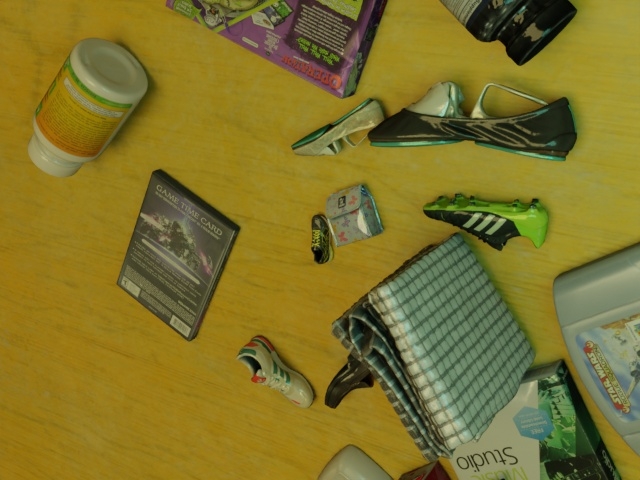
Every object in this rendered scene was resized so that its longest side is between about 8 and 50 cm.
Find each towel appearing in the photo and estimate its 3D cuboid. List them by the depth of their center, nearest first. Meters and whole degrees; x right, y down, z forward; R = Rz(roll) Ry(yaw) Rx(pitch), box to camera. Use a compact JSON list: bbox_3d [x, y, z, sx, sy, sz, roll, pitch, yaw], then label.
[{"bbox_3d":[0.161,0.139,1.062,0.121,0.283,0.235,-30,90,36],"label":"towel"}]

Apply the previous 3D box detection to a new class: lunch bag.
[{"bbox_3d":[0.048,-0.039,1.205,0.071,0.053,0.083,-16,90,33],"label":"lunch bag"}]

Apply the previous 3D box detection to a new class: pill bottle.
[{"bbox_3d":[0.206,-0.326,0.958,0.219,0.123,0.123,48,125,7],"label":"pill bottle"},{"bbox_3d":[-0.420,-0.224,1.365,0.136,0.136,0.245,51,125,5],"label":"pill bottle"}]

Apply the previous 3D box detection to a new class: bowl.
[{"bbox_3d":[0.058,0.453,1.383,0.142,0.053,0.142,41,125,12],"label":"bowl"}]

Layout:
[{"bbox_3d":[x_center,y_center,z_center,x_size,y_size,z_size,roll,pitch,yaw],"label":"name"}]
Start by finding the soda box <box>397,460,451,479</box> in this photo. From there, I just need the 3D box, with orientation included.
[{"bbox_3d":[0.220,0.506,1.285,0.092,0.083,0.263,-36,87,35],"label":"soda box"}]

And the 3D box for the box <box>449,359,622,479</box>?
[{"bbox_3d":[0.327,0.358,1.181,0.232,0.058,0.322,-25,96,35],"label":"box"}]

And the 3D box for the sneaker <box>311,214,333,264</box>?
[{"bbox_3d":[0.000,0.000,1.257,0.031,0.035,0.083,-5,105,32],"label":"sneaker"}]

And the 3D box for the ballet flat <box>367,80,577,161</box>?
[{"bbox_3d":[0.202,-0.165,1.048,0.280,0.095,0.096,6,102,18],"label":"ballet flat"}]

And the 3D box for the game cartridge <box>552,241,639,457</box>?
[{"bbox_3d":[0.445,0.155,1.038,0.198,0.062,0.297,-29,92,31],"label":"game cartridge"}]

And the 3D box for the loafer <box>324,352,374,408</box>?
[{"bbox_3d":[0.061,0.228,1.293,0.061,0.062,0.170,35,124,10],"label":"loafer"}]

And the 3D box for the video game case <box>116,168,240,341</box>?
[{"bbox_3d":[-0.271,0.032,1.441,0.196,0.026,0.274,35,121,15],"label":"video game case"}]

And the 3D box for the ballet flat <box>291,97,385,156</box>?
[{"bbox_3d":[0.026,-0.156,1.173,0.168,0.057,0.052,-26,103,36],"label":"ballet flat"}]

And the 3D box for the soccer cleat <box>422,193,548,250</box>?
[{"bbox_3d":[0.230,-0.024,1.097,0.179,0.060,0.072,6,112,26],"label":"soccer cleat"}]

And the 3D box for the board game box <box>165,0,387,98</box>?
[{"bbox_3d":[-0.068,-0.378,1.152,0.347,0.056,0.208,32,117,18],"label":"board game box"}]

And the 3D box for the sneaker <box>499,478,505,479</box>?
[{"bbox_3d":[0.311,0.463,1.150,0.224,0.083,0.098,47,121,8],"label":"sneaker"}]

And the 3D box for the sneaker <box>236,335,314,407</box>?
[{"bbox_3d":[-0.086,0.246,1.377,0.161,0.075,0.057,46,125,9],"label":"sneaker"}]
